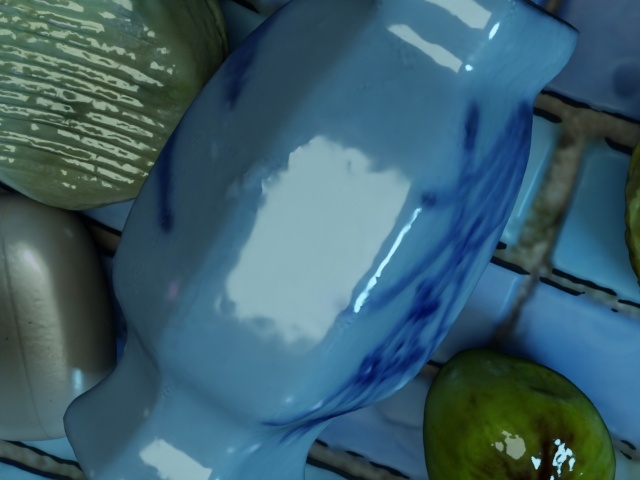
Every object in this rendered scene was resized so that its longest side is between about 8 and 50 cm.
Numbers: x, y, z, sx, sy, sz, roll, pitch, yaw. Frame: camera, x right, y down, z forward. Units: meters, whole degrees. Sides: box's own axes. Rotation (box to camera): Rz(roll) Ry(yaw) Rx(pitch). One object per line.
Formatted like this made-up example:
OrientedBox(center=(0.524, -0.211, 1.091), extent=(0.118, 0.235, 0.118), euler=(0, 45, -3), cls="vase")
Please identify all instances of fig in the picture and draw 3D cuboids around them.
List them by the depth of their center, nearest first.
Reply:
OrientedBox(center=(0.141, 0.152, 0.840), extent=(0.135, 0.121, 0.153), euler=(-24, 99, 11), cls="fig")

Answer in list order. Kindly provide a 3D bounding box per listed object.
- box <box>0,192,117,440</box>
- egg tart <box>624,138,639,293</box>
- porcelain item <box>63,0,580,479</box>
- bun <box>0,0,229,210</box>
OrientedBox(center=(-0.236, 0.062, 0.903), extent=(0.145, 0.088, 0.200), euler=(-4, 106, 13), cls="box")
OrientedBox(center=(0.332, -0.013, 0.720), extent=(0.293, 0.123, 0.294), euler=(3, 130, 3), cls="egg tart")
OrientedBox(center=(0.000, 0.000, 0.764), extent=(0.178, 0.242, 0.405), euler=(40, 109, 25), cls="porcelain item")
OrientedBox(center=(-0.168, -0.133, 0.822), extent=(0.209, 0.116, 0.237), euler=(5, 129, 4), cls="bun")
